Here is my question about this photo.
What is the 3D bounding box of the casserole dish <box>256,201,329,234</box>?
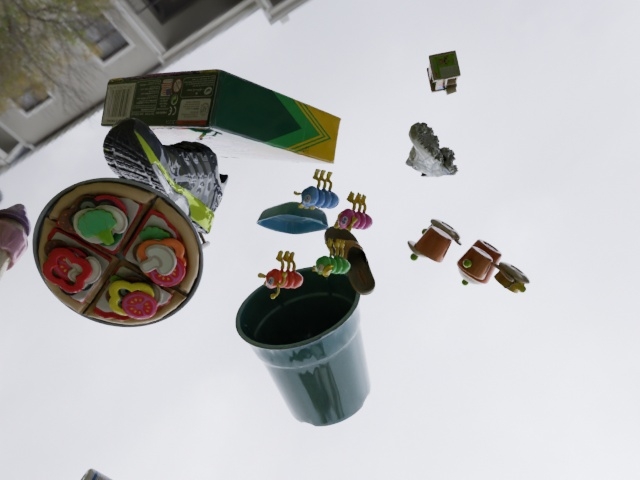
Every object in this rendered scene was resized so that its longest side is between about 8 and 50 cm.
[{"bbox_3d":[-0.059,-0.047,1.204,0.188,0.114,0.037,-9,-111,57],"label":"casserole dish"}]

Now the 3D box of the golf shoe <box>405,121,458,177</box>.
[{"bbox_3d":[0.194,-0.160,1.080,0.085,0.176,0.069,-16,-118,29],"label":"golf shoe"}]

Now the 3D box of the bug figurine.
[{"bbox_3d":[0.000,0.000,1.134,0.072,0.216,0.279,48,-56,40],"label":"bug figurine"}]

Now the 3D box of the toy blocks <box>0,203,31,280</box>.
[{"bbox_3d":[-0.596,-0.005,0.784,0.288,0.308,0.260,-42,-148,27],"label":"toy blocks"}]

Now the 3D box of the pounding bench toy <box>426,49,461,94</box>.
[{"bbox_3d":[0.239,-0.308,1.095,0.052,0.065,0.084,-10,-100,5],"label":"pounding bench toy"}]

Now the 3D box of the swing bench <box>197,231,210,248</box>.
[{"bbox_3d":[-0.501,0.033,1.759,0.253,0.165,0.255,-18,-155,6],"label":"swing bench"}]

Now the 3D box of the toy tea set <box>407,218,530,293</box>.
[{"bbox_3d":[0.335,0.056,1.385,0.124,0.335,0.200,-59,-156,18],"label":"toy tea set"}]

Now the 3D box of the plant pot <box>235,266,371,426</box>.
[{"bbox_3d":[-0.018,0.301,1.562,0.340,0.334,0.341,-13,-151,8],"label":"plant pot"}]

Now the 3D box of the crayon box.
[{"bbox_3d":[-0.197,-0.234,1.130,0.362,0.313,0.106,11,-89,42],"label":"crayon box"}]

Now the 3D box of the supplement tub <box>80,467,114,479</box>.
[{"bbox_3d":[-0.394,0.471,1.036,0.071,0.107,0.071,-52,-169,14],"label":"supplement tub"}]

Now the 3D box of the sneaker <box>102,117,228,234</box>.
[{"bbox_3d":[-0.232,-0.117,0.900,0.111,0.300,0.121,22,-104,15],"label":"sneaker"}]

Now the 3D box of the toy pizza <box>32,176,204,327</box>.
[{"bbox_3d":[-0.241,0.024,0.677,0.201,0.201,0.032,-29,-157,10],"label":"toy pizza"}]

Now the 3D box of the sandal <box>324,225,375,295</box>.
[{"bbox_3d":[0.072,0.038,1.282,0.072,0.049,0.180,-22,-109,-18],"label":"sandal"}]
